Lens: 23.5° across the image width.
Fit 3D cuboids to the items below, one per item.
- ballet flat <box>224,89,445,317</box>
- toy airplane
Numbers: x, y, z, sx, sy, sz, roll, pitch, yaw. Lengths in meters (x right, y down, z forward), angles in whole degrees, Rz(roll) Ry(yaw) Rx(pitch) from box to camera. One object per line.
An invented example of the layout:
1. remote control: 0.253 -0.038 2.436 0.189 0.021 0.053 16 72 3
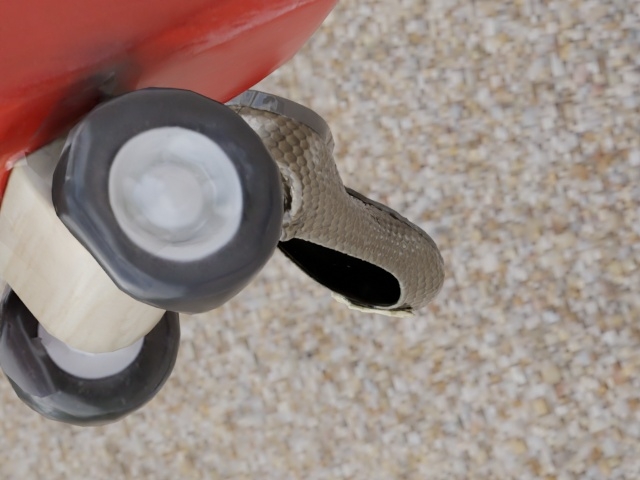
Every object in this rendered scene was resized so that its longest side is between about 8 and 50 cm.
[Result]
1. ballet flat: 0.000 0.000 0.733 0.084 0.250 0.058 8 75 19
2. toy airplane: -0.224 -0.064 0.411 0.386 0.384 0.272 -22 74 21
